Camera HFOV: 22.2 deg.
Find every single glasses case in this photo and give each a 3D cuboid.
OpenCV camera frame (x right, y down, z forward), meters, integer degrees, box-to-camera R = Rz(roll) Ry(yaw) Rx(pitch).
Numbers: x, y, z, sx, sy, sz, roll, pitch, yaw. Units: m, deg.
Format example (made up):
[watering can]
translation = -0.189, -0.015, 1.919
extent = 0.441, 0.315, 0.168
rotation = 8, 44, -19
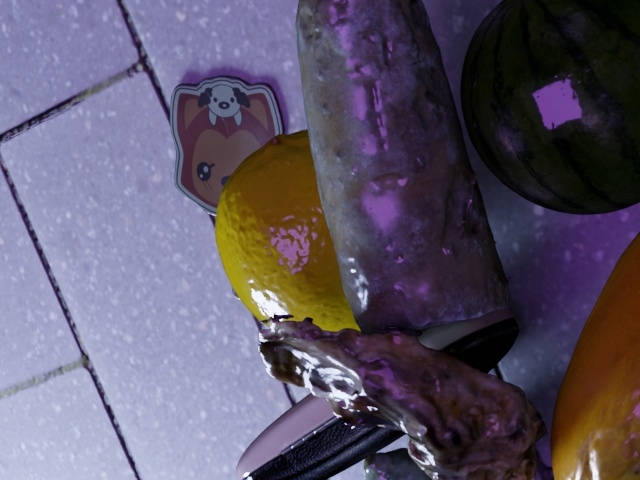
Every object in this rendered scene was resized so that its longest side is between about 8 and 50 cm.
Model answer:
[glasses case]
translation = 0.048, 0.147, 1.466
extent = 0.314, 0.122, 0.075
rotation = -37, 77, 33

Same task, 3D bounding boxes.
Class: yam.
[yam]
translation = 0.059, -0.065, 1.263
extent = 0.133, 0.133, 0.330
rotation = -2, 112, 31

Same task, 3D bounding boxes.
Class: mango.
[mango]
translation = 0.288, 0.082, 1.281
extent = 0.144, 0.187, 0.359
rotation = 17, 106, -21

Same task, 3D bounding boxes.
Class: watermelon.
[watermelon]
translation = 0.195, -0.125, 1.260
extent = 0.188, 0.188, 0.215
rotation = -25, 109, 33

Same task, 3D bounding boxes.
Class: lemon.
[lemon]
translation = 0.000, 0.000, 1.423
extent = 0.178, 0.178, 0.203
rotation = -14, 107, 32

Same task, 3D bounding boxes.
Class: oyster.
[oyster]
translation = 0.069, 0.142, 1.309
extent = 0.166, 0.294, 0.094
rotation = -26, 45, 64

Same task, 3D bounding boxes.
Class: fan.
[fan]
translation = -0.086, -0.048, 1.556
extent = 0.132, 0.009, 0.220
rotation = 4, 105, 30

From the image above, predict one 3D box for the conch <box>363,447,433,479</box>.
[conch]
translation = 0.106, 0.269, 1.469
extent = 0.176, 0.122, 0.188
rotation = -11, 95, 56
